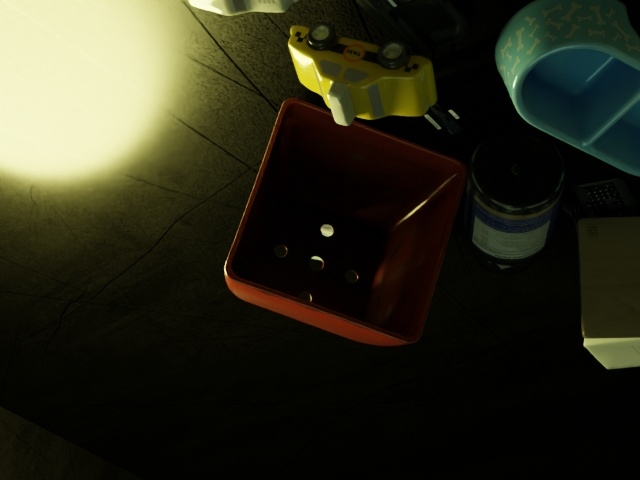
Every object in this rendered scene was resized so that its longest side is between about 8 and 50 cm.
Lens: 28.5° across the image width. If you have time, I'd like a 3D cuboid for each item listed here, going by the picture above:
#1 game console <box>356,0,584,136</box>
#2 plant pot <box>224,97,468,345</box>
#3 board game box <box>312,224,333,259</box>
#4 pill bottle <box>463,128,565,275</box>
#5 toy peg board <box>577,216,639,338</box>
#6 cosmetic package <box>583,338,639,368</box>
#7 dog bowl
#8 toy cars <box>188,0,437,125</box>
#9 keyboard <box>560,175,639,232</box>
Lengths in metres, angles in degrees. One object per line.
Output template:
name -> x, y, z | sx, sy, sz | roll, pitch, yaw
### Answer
game console -> 0.147, -0.248, 1.474 | 0.213, 0.044, 0.361 | -16, 136, 40
plant pot -> 0.016, 0.004, 1.746 | 0.267, 0.267, 0.236 | 20, 160, -5
board game box -> 0.000, 0.000, 1.952 | 0.090, 0.020, 0.090 | 10, 148, 10
pill bottle -> 0.251, -0.042, 1.662 | 0.123, 0.123, 0.219 | 11, 154, 9
toy peg board -> 0.426, 0.053, 1.699 | 0.161, 0.161, 0.079 | -1, 171, 1
cosmetic package -> 0.500, 0.107, 1.792 | 0.231, 0.117, 0.085 | -11, 141, 40
dog bowl -> 0.337, -0.167, 1.430 | 0.297, 0.074, 0.166 | 23, 135, -22
toy cars -> -0.042, -0.245, 1.474 | 0.393, 0.087, 0.176 | 36, 154, -16
keyboard -> 0.394, -0.015, 1.726 | 0.100, 0.038, 0.192 | -6, 141, 32
